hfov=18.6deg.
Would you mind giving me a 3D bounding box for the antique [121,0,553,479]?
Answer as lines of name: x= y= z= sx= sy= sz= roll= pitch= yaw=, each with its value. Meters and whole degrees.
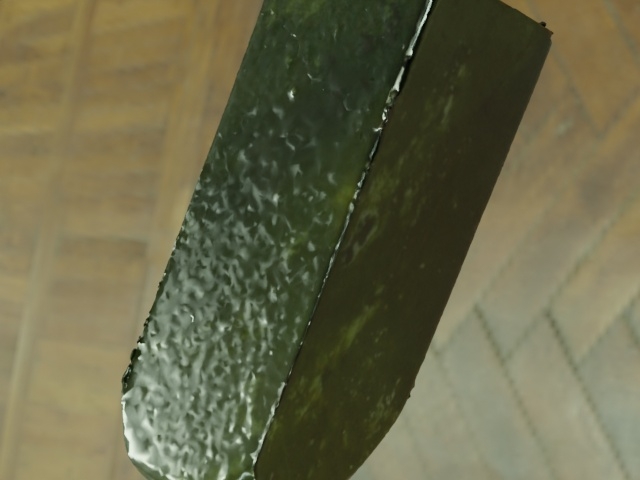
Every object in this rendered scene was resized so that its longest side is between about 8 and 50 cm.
antique: x=0.000 y=0.000 z=0.741 sx=0.081 sy=0.080 sz=0.221 roll=22 pitch=91 yaw=40
